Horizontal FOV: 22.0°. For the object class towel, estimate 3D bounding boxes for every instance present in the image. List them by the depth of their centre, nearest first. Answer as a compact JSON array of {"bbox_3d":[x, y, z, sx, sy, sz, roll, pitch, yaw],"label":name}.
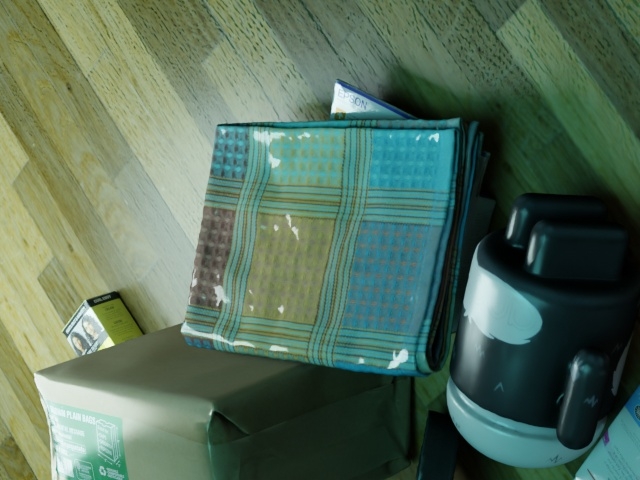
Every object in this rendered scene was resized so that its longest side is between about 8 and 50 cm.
[{"bbox_3d":[0.000,0.000,1.778,0.370,0.040,0.271,4,82,41],"label":"towel"}]

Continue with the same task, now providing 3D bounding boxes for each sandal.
[{"bbox_3d":[0.068,0.405,1.823,0.107,0.167,0.445,11,88,4],"label":"sandal"}]

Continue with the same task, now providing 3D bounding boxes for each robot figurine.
[{"bbox_3d":[0.224,0.093,1.636,0.173,0.209,0.278,19,117,20],"label":"robot figurine"}]

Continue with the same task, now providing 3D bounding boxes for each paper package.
[{"bbox_3d":[-0.113,0.206,1.891,0.325,0.309,0.168,5,104,44],"label":"paper package"}]

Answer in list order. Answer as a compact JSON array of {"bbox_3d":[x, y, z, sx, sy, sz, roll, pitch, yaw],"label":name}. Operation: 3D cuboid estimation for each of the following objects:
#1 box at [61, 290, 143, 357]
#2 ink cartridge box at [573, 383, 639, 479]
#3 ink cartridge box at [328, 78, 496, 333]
[{"bbox_3d":[-0.252,0.186,2.194,0.232,0.058,0.087,56,132,15],"label":"box"},{"bbox_3d":[0.326,0.237,1.643,0.104,0.061,0.181,59,136,36],"label":"ink cartridge box"},{"bbox_3d":[0.086,-0.040,1.808,0.223,0.045,0.224,31,120,33],"label":"ink cartridge box"}]
